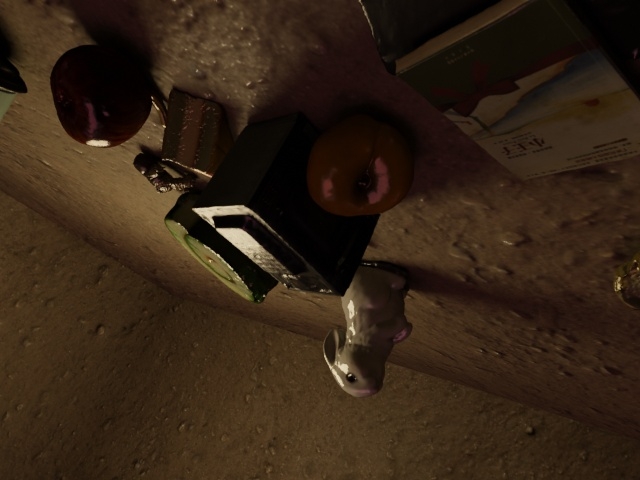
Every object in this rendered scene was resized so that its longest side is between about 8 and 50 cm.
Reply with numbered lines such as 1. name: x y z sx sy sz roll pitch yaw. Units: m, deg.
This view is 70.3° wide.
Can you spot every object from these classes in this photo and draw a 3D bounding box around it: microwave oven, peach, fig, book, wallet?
1. microwave oven: -0.043 -0.055 0.870 0.181 0.237 0.295 1 146 42
2. peach: 0.065 -0.115 0.733 0.179 0.103 0.179 -7 129 -9
3. fig: -0.374 -0.271 0.837 0.175 0.207 0.175 22 127 33
4. book: 0.252 -0.163 0.538 0.290 0.026 0.201 26 160 -30
5. wallet: 0.182 -0.236 0.479 0.286 0.030 0.146 7 160 31

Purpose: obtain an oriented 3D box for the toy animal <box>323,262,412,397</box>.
1. toy animal: 0.119 0.243 1.260 0.258 0.357 0.194 13 160 28

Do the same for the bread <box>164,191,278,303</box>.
1. bread: -0.285 0.017 1.337 0.382 0.129 0.366 50 159 -24

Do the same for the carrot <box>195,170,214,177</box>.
1. carrot: -0.250 -0.165 1.098 0.190 0.037 0.037 23 160 -12

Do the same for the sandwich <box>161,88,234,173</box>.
1. sandwich: -0.235 -0.224 0.960 0.117 0.144 0.187 20 -165 7

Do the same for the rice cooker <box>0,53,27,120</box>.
1. rice cooker: -0.770 -0.316 0.908 0.264 0.316 0.316 37 158 -4

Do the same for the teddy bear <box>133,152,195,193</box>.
1. teddy bear: -0.422 -0.165 1.205 0.161 0.077 0.119 29 162 -19

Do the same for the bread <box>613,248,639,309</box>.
1. bread: 0.545 0.032 0.691 0.128 0.087 0.232 9 151 10
